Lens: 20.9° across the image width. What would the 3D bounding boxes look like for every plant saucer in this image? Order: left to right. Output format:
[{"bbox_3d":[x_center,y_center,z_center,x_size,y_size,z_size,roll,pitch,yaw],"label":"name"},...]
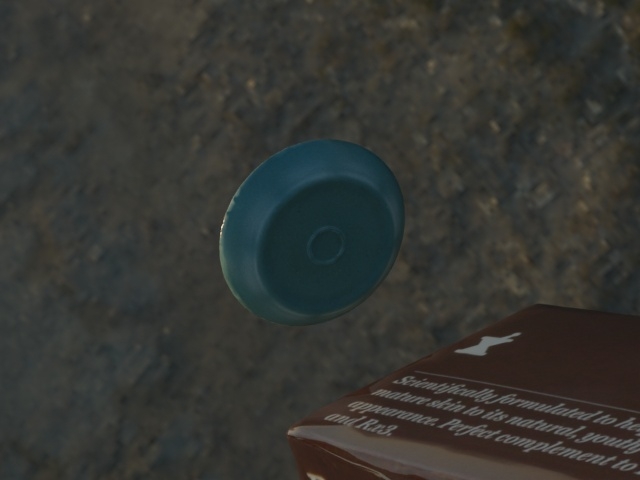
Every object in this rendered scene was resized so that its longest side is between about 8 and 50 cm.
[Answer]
[{"bbox_3d":[0.000,0.000,1.021,0.119,0.119,0.021,-46,32,0],"label":"plant saucer"}]

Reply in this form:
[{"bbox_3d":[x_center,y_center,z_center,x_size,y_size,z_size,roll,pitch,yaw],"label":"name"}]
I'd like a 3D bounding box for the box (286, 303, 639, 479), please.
[{"bbox_3d":[0.134,0.225,0.605,0.143,0.381,0.191,-21,15,-33],"label":"box"}]
